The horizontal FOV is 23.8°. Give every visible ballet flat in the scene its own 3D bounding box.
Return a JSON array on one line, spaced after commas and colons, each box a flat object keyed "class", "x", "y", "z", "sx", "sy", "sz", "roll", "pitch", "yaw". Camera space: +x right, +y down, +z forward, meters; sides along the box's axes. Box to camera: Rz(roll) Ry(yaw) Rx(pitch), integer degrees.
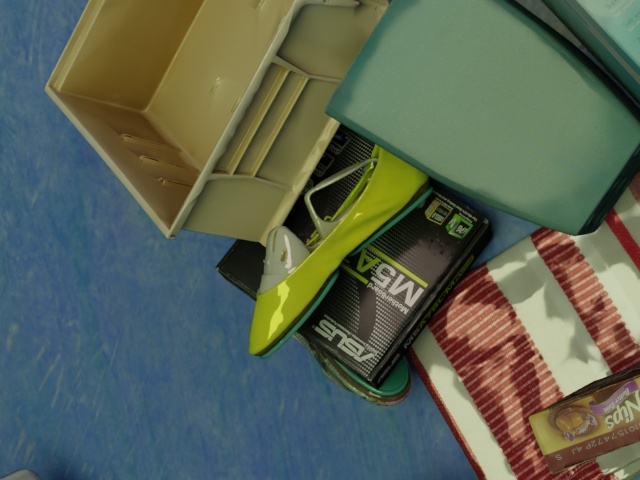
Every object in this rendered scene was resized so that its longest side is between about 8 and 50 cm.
[{"class": "ballet flat", "x": 0.004, "y": 0.085, "z": 1.458, "sx": 0.221, "sy": 0.077, "sz": 0.079, "roll": 46, "pitch": 144, "yaw": 22}, {"class": "ballet flat", "x": 0.000, "y": 0.000, "z": 1.349, "sx": 0.231, "sy": 0.077, "sz": 0.077, "roll": -45, "pitch": 101, "yaw": -9}]

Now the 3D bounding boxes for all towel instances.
[{"class": "towel", "x": 0.247, "y": 0.096, "z": 1.365, "sx": 0.329, "sy": 0.037, "sz": 0.237, "roll": -33, "pitch": 81, "yaw": 24}]

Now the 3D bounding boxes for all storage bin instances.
[{"class": "storage bin", "x": -0.097, "y": -0.171, "z": 1.393, "sx": 0.262, "sy": 0.123, "sz": 0.260, "roll": 47, "pitch": 114, "yaw": 41}]

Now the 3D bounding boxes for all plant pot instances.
[{"class": "plant pot", "x": 0.161, "y": -0.111, "z": 1.307, "sx": 0.234, "sy": 0.165, "sz": 0.166, "roll": 37, "pitch": 103, "yaw": 15}]

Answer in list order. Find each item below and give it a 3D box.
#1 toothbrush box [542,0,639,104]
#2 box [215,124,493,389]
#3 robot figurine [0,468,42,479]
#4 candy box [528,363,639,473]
[{"class": "toothbrush box", "x": 0.259, "y": -0.206, "z": 1.220, "sx": 0.126, "sy": 0.216, "sz": 0.295, "roll": -43, "pitch": 76, "yaw": 7}, {"class": "box", "x": 0.031, "y": 0.010, "z": 1.407, "sx": 0.190, "sy": 0.045, "sz": 0.184, "roll": 36, "pitch": 80, "yaw": 21}, {"class": "robot figurine", "x": -0.269, "y": 0.414, "z": 1.543, "sx": 0.300, "sy": 0.199, "sz": 0.353, "roll": -42, "pitch": 77, "yaw": 43}, {"class": "candy box", "x": 0.254, "y": 0.133, "z": 1.241, "sx": 0.109, "sy": 0.186, "sz": 0.053, "roll": -25, "pitch": 84, "yaw": 25}]
